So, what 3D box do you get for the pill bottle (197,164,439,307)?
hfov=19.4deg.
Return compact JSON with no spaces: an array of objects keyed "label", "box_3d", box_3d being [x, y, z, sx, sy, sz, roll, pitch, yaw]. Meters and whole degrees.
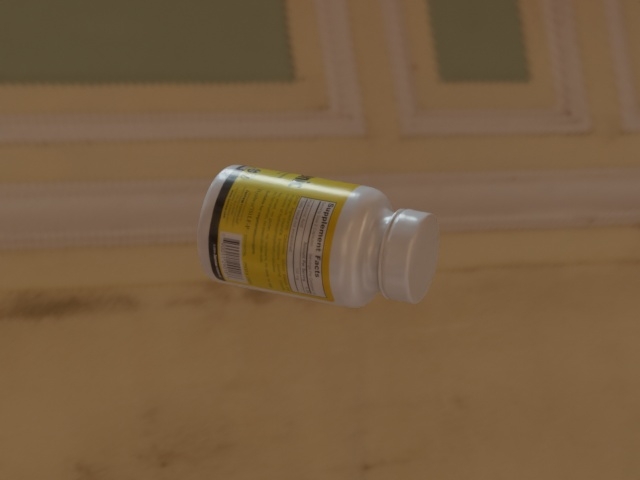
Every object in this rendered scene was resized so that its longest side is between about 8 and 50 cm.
[{"label":"pill bottle","box_3d":[0.000,0.000,0.978,0.116,0.065,0.065,11,-114,21]}]
